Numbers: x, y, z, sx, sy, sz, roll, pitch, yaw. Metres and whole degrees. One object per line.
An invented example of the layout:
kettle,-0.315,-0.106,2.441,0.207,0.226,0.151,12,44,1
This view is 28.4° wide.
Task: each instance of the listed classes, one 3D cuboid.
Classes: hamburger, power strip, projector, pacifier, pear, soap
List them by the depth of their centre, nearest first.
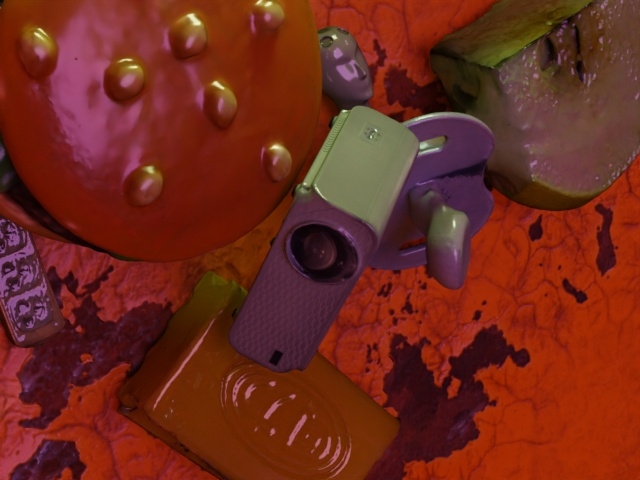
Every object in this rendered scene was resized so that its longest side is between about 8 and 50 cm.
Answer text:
hamburger,-0.178,-0.172,1.304,0.395,0.277,0.396,-4,97,-37
power strip,-0.356,-0.014,1.387,0.064,0.044,0.305,-25,109,-23
projector,0.000,0.000,1.406,0.108,0.250,0.198,28,40,-2
pacifier,0.126,-0.021,1.546,0.227,0.207,0.279,-21,143,-9
soap,-0.068,0.211,1.553,0.324,0.096,0.204,41,77,-28
pear,0.301,-0.180,1.660,0.286,0.176,0.282,-35,116,-19

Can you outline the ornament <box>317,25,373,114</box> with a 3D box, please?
ornament,0.034,-0.190,1.560,0.075,0.081,0.156,-40,119,-32
